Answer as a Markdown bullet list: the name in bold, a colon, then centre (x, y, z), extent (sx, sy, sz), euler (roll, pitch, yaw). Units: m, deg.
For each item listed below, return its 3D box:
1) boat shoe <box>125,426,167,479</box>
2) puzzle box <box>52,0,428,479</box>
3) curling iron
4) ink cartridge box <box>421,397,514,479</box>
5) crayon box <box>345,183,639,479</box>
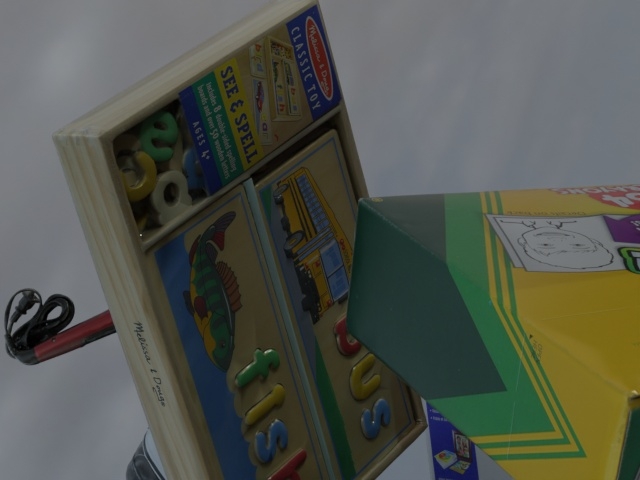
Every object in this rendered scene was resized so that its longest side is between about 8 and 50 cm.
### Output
- **boat shoe**: centre (-0.070, 0.318, 1.733), extent (0.121, 0.335, 0.119), euler (-19, -24, -44)
- **puzzle box**: centre (-0.046, 0.044, 1.388), extent (0.272, 0.052, 0.409), euler (-40, -57, -43)
- **curling iron**: centre (-0.154, 0.042, 1.518), extent (0.035, 0.274, 0.068), euler (35, -143, -76)
- **ink cartridge box**: centre (0.186, 0.176, 1.882), extent (0.065, 0.165, 0.332), euler (-16, -78, -43)
- **crayon box**: centre (0.246, 0.058, 1.094), extent (0.313, 0.363, 0.106), euler (-143, 53, -58)
